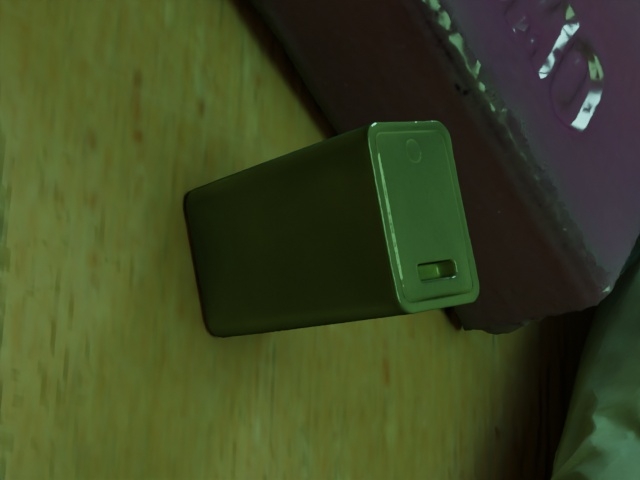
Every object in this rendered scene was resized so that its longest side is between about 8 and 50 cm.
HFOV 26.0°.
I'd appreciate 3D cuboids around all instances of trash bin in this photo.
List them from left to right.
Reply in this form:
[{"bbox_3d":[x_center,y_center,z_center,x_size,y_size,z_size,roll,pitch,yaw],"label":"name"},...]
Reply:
[{"bbox_3d":[0.000,0.000,0.466,0.043,0.092,0.061,-7,84,-49],"label":"trash bin"}]

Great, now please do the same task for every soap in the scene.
[{"bbox_3d":[0.058,-0.115,0.571,0.259,0.081,0.181,56,45,-22],"label":"soap"}]

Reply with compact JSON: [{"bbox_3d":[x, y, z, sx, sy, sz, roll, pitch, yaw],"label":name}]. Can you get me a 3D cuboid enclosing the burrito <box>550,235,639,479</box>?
[{"bbox_3d":[0.159,0.076,0.598,0.445,0.101,0.139,-62,145,-33],"label":"burrito"}]
